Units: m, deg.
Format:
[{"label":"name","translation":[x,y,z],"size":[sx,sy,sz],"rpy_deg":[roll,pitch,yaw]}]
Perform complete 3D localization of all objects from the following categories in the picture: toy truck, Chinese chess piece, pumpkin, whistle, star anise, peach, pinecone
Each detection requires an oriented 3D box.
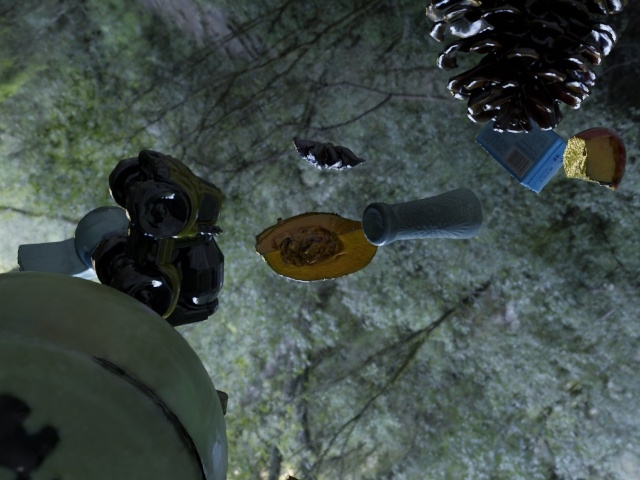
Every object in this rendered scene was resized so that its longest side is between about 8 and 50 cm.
[{"label":"toy truck","translation":[-0.193,0.002,0.879],"size":[0.147,0.165,0.225],"rpy_deg":[35,115,53]},{"label":"Chinese chess piece","translation":[-0.257,0.202,0.594],"size":[0.350,0.349,0.146],"rpy_deg":[60,-178,-17]},{"label":"pumpkin","translation":[0.004,0.002,1.477],"size":[0.163,0.278,0.111],"rpy_deg":[-87,-20,-59]},{"label":"whistle","translation":[-0.490,0.004,1.455],"size":[0.163,0.289,0.164],"rpy_deg":[14,108,50]},{"label":"star anise","translation":[0.020,-0.194,1.555],"size":[0.204,0.180,0.061],"rpy_deg":[-111,32,-77]},{"label":"peach","translation":[0.602,-0.184,1.477],"size":[0.151,0.118,0.151],"rpy_deg":[32,-177,-2]},{"label":"pinecone","translation":[0.237,-0.260,0.804],"size":[0.246,0.246,0.292],"rpy_deg":[90,-171,-72]}]

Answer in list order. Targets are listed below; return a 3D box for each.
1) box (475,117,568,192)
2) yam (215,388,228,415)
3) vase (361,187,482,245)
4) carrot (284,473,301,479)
[{"label":"box","translation":[0.521,-0.248,1.731],"size":[0.083,0.143,0.232],"rpy_deg":[21,-155,-34]},{"label":"yam","translation":[-0.276,0.241,1.039],"size":[0.273,0.061,0.061],"rpy_deg":[15,-170,-28]},{"label":"vase","translation":[0.180,-0.039,1.203],"size":[0.096,0.219,0.096],"rpy_deg":[16,110,54]},{"label":"carrot","translation":[-0.002,0.434,1.125],"size":[0.139,0.048,0.048],"rpy_deg":[24,173,-11]}]
